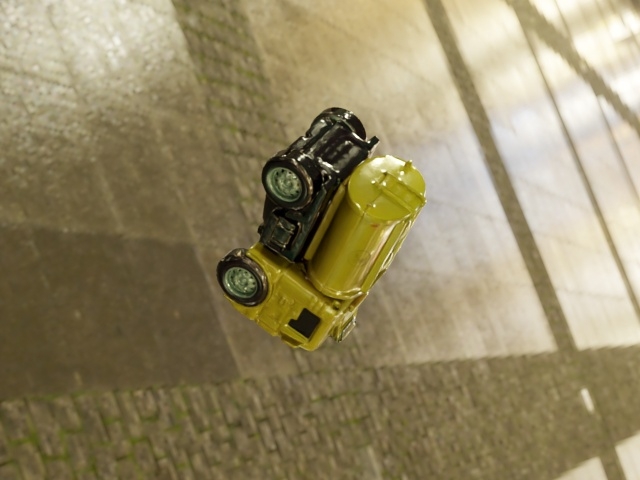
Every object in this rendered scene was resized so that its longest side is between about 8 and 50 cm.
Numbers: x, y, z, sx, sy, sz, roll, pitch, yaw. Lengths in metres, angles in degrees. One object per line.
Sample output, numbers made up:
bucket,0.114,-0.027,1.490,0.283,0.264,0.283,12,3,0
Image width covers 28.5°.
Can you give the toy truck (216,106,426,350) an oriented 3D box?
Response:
toy truck,0.000,0.000,0.474,0.054,0.083,0.049,34,40,8
